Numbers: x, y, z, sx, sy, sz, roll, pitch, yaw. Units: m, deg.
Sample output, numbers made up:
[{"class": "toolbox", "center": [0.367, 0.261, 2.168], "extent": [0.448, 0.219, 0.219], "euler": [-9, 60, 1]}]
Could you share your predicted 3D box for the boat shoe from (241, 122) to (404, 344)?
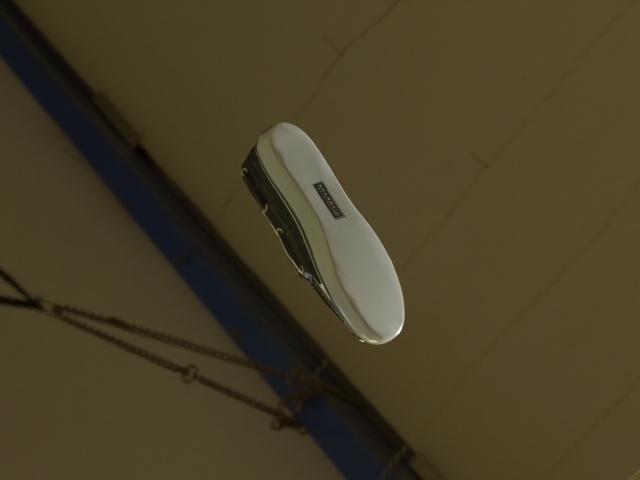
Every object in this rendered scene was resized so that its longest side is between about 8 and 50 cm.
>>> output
[{"class": "boat shoe", "center": [0.000, 0.000, 0.685], "extent": [0.040, 0.049, 0.142], "euler": [-42, -112, 40]}]

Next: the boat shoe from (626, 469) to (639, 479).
[{"class": "boat shoe", "center": [0.165, 0.224, 0.654], "extent": [0.340, 0.113, 0.127], "euler": [-35, -110, -28]}]
